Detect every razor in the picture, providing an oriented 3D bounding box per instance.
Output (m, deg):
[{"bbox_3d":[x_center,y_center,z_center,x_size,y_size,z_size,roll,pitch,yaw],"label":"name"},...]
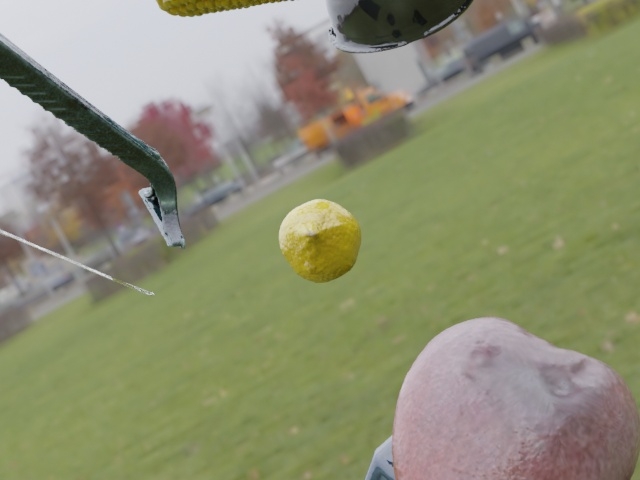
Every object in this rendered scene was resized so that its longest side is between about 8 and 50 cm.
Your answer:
[{"bbox_3d":[-0.138,-0.070,0.953,0.033,0.190,0.066,-41,40,6],"label":"razor"}]

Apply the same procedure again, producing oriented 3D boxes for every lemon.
[{"bbox_3d":[0.000,0.000,1.282,0.065,0.065,0.092,-28,-13,8],"label":"lemon"}]

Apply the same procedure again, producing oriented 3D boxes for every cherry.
[{"bbox_3d":[0.177,0.200,1.571,0.239,0.239,0.206,-28,-9,6],"label":"cherry"}]

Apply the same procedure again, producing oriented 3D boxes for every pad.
[{"bbox_3d":[-0.243,-0.006,1.258,0.156,0.232,0.004,48,-116,-82],"label":"pad"}]

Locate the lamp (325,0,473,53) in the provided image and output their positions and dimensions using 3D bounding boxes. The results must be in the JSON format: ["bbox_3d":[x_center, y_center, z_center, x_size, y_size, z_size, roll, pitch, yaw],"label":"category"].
[{"bbox_3d":[0.038,-0.304,1.463,0.147,0.227,0.172,-14,31,18],"label":"lamp"}]

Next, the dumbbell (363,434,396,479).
[{"bbox_3d":[0.189,0.320,1.711,0.160,0.325,0.144,-41,-31,-14],"label":"dumbbell"}]

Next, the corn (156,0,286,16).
[{"bbox_3d":[-0.034,-0.234,1.359,0.231,0.080,0.080,-6,8,12],"label":"corn"}]
